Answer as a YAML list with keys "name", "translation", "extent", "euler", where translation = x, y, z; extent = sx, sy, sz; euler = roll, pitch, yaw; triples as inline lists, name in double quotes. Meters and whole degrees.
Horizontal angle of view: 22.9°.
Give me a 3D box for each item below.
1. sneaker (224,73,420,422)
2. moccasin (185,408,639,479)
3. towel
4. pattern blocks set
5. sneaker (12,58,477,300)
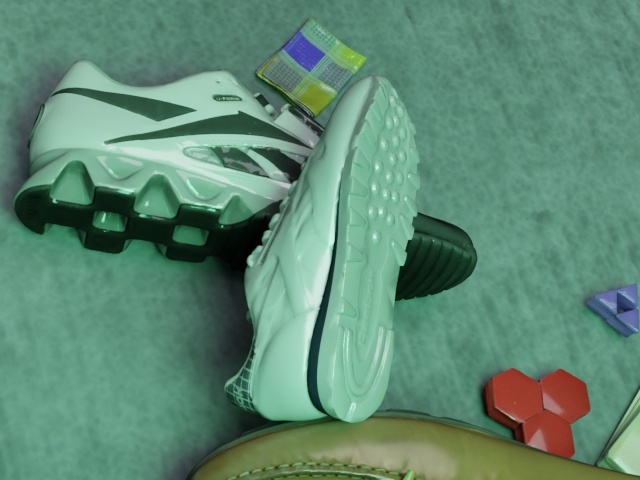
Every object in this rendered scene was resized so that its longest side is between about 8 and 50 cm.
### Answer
- name: "sneaker"
  translation: [0.000, 0.000, 1.005]
  extent: [0.090, 0.095, 0.235]
  euler: [39, 57, -48]
- name: "moccasin"
  translation: [0.095, 0.210, 1.012]
  extent: [0.380, 0.139, 0.147]
  euler: [17, 43, -13]
- name: "towel"
  translation: [-0.007, -0.137, 1.250]
  extent: [0.060, 0.009, 0.083]
  euler: [40, 56, 4]
- name: "pattern blocks set"
  translation: [0.301, 0.174, 1.184]
  extent: [0.285, 0.026, 0.325]
  euler: [-33, 77, -32]
- name: "sneaker"
  translation: [-0.039, -0.053, 1.122]
  extent: [0.330, 0.122, 0.146]
  euler: [15, 60, -14]
